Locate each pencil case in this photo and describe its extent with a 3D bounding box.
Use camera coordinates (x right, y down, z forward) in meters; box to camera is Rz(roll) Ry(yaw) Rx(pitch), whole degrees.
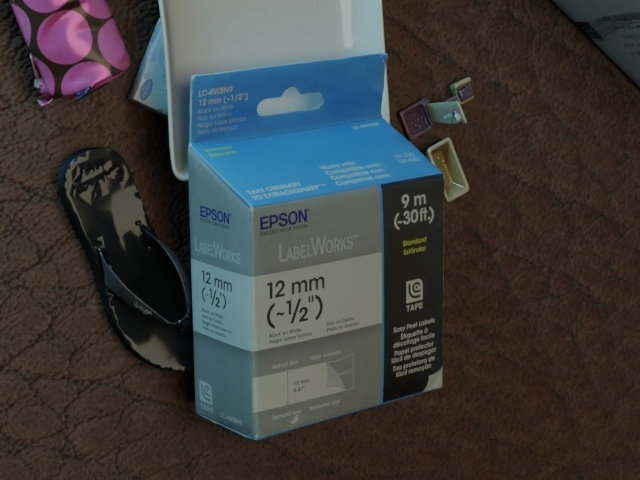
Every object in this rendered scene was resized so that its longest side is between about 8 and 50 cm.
[{"bbox_3d":[-0.258,-0.236,1.655,0.098,0.095,0.209,-22,102,-4],"label":"pencil case"}]

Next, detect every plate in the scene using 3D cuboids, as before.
[{"bbox_3d":[-0.054,-0.216,1.769,0.277,0.045,0.278,-13,104,-36],"label":"plate"}]

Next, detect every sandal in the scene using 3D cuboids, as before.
[{"bbox_3d":[-0.181,0.028,1.731,0.097,0.054,0.254,-37,110,-21],"label":"sandal"}]

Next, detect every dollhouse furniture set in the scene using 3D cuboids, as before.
[{"bbox_3d":[0.158,-0.107,1.890,0.091,0.081,0.114,-29,107,-24],"label":"dollhouse furniture set"}]

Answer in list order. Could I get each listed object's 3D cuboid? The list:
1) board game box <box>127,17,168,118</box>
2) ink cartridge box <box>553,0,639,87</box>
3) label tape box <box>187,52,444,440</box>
[{"bbox_3d":[-0.139,-0.165,1.760,0.090,0.020,0.090,26,81,-30],"label":"board game box"},{"bbox_3d":[0.386,-0.310,1.885,0.395,0.285,0.166,40,74,-25],"label":"ink cartridge box"},{"bbox_3d":[0.000,0.000,1.751,0.249,0.115,0.348,-11,109,-37],"label":"label tape box"}]
